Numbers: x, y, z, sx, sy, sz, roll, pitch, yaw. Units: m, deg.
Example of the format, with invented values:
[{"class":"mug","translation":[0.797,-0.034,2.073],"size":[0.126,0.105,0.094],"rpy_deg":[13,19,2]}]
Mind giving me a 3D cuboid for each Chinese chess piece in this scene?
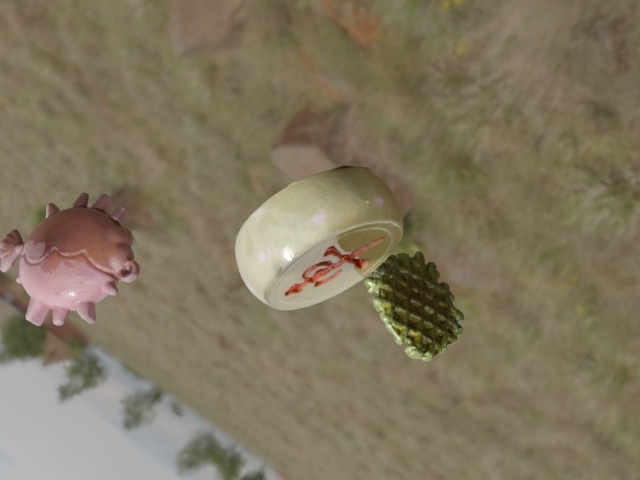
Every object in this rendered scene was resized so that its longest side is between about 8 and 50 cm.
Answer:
[{"class":"Chinese chess piece","translation":[0.000,0.000,2.016],"size":[0.097,0.250,0.251],"rpy_deg":[61,180,22]}]

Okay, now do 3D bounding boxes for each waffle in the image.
[{"class":"waffle","translation":[0.146,0.095,2.141],"size":[0.036,0.183,0.169],"rpy_deg":[-35,85,36]}]

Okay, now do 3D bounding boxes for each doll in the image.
[{"class":"doll","translation":[-0.365,0.025,2.039],"size":[0.262,0.211,0.093],"rpy_deg":[1,154,31]}]
